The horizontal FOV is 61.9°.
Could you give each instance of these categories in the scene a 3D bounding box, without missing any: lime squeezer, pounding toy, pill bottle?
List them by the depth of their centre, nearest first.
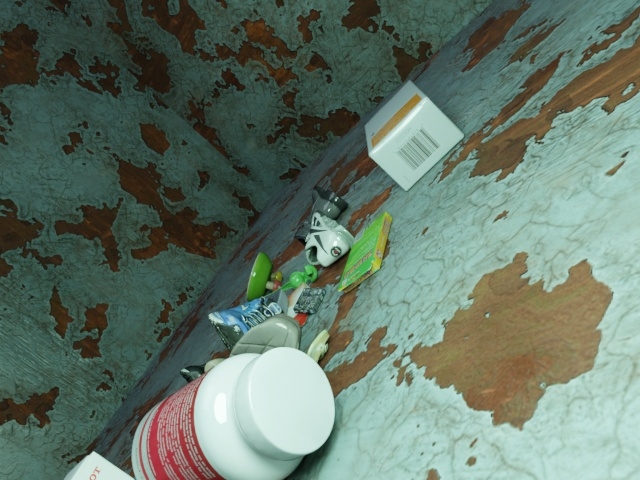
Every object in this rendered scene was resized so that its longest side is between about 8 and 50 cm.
[{"bbox_3d":[-0.165,0.347,0.983,0.407,0.229,0.229,-38,17,40],"label":"pill bottle"},{"bbox_3d":[-0.071,0.129,1.646,0.110,0.059,0.310,-45,7,-37],"label":"lime squeezer"},{"bbox_3d":[-0.189,0.159,1.931,0.237,0.110,0.183,101,-175,-53],"label":"pounding toy"}]

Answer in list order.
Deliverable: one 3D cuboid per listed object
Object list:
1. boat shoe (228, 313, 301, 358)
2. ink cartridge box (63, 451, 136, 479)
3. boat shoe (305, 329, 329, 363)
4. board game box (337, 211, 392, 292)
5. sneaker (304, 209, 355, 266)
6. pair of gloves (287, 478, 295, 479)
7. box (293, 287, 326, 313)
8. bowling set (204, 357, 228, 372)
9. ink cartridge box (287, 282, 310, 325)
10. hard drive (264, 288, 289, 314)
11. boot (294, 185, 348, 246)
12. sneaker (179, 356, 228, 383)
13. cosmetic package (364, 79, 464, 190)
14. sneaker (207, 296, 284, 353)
[{"bbox_3d":[-0.127,0.270,1.158,0.356,0.132,0.130,-60,-4,36],"label":"boat shoe"},{"bbox_3d":[-0.387,0.563,0.987,0.114,0.273,0.198,-41,15,28],"label":"ink cartridge box"},{"bbox_3d":[-0.015,0.261,1.165,0.153,0.048,0.056,-52,-8,-43],"label":"boat shoe"},{"bbox_3d":[0.118,0.032,1.387,0.124,0.039,0.259,-40,13,34],"label":"board game box"},{"bbox_3d":[0.000,0.000,1.663,0.146,0.122,0.330,-47,13,0],"label":"sneaker"},{"bbox_3d":[-0.064,0.437,0.882,0.083,0.010,0.074,-49,13,-6],"label":"pair of gloves"},{"bbox_3d":[-0.030,0.164,1.461,0.067,0.018,0.083,-5,38,30],"label":"box"},{"bbox_3d":[-0.262,0.441,1.309,0.287,0.200,0.154,-41,-29,17],"label":"bowling set"},{"bbox_3d":[-0.093,0.217,1.524,0.145,0.045,0.179,-44,12,22],"label":"ink cartridge box"},{"bbox_3d":[-0.173,0.272,1.503,0.172,0.054,0.255,-29,34,43],"label":"hard drive"},{"bbox_3d":[-0.026,-0.086,2.030,0.223,0.118,0.338,-54,9,0],"label":"boot"},{"bbox_3d":[-0.313,0.373,1.518,0.124,0.107,0.283,-45,-10,-19],"label":"sneaker"},{"bbox_3d":[0.275,-0.345,1.675,0.230,0.161,0.453,-44,13,17],"label":"cosmetic package"},{"bbox_3d":[-0.169,0.193,1.301,0.147,0.130,0.330,-34,-2,-1],"label":"sneaker"}]
